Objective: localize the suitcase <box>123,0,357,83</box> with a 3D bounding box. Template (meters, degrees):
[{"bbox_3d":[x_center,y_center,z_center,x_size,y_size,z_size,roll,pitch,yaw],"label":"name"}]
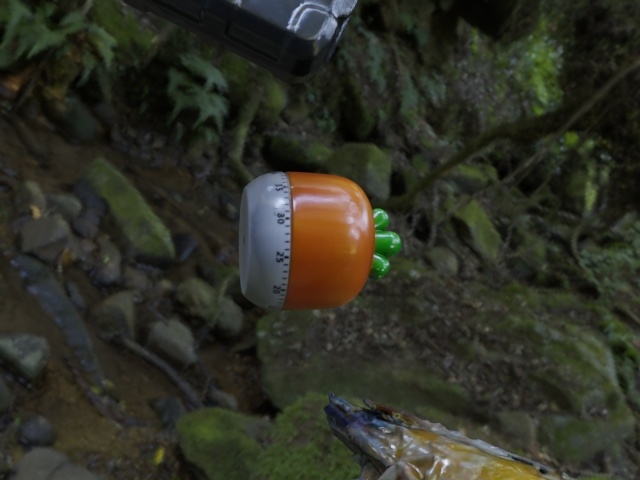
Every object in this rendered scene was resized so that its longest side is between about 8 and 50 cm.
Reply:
[{"bbox_3d":[-0.037,-0.266,0.599,0.206,0.285,0.066,25,-15,-6],"label":"suitcase"}]

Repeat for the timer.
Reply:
[{"bbox_3d":[0.000,0.000,0.680,0.136,0.136,0.099,19,58,-58],"label":"timer"}]

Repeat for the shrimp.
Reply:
[{"bbox_3d":[0.078,0.178,0.535,0.164,0.062,0.317,-22,27,-30],"label":"shrimp"}]
